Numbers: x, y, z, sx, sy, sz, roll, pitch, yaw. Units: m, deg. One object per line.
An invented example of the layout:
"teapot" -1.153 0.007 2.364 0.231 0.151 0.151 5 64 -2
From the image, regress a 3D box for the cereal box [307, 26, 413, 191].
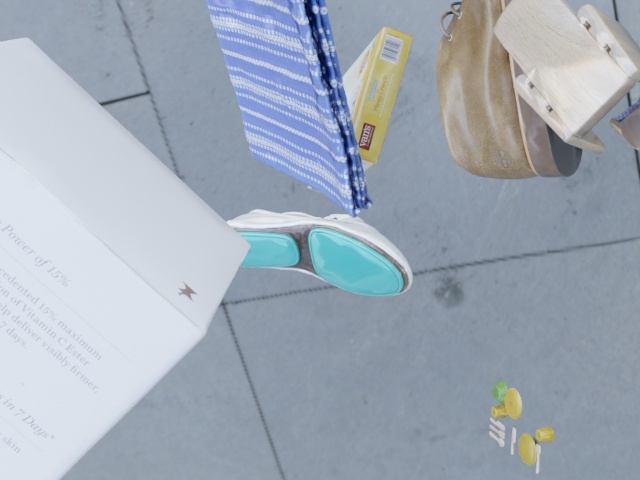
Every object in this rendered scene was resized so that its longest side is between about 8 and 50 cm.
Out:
"cereal box" 0.048 -0.163 1.223 0.047 0.240 0.173 18 80 -9

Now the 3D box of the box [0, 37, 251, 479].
"box" -0.246 0.071 0.598 0.215 0.168 0.345 44 105 -8

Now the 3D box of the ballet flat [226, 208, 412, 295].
"ballet flat" 0.000 0.000 1.651 0.400 0.139 0.139 9 118 31

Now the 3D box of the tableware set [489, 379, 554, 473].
"tableware set" 0.304 0.277 1.395 0.024 0.154 0.104 -3 102 -19

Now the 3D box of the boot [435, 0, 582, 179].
"boot" 0.143 -0.201 0.798 0.115 0.112 0.305 -2 102 38

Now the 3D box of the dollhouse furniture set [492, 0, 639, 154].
"dollhouse furniture set" 0.317 -0.210 0.724 0.303 0.198 0.286 11 130 -43

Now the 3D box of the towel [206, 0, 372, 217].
"towel" -0.058 -0.199 0.936 0.040 0.243 0.336 -29 123 -21
